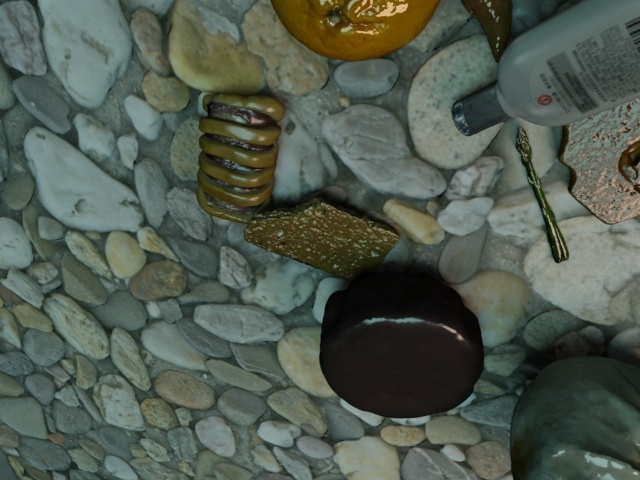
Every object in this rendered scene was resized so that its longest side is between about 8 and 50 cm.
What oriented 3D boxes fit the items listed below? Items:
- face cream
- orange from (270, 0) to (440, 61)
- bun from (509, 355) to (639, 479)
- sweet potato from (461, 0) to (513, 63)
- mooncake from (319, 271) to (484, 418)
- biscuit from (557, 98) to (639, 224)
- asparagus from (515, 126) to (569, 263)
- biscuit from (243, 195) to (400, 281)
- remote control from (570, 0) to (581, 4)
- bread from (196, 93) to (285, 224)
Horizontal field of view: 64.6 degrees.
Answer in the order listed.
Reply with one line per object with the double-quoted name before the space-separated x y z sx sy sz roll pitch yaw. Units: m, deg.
"face cream" 0.293 -0.199 0.598 0.144 0.070 0.291 38 144 -26
"orange" 0.040 -0.318 0.584 0.220 0.193 0.219 0 129 0
"bun" 0.454 0.350 0.753 0.362 0.361 0.211 33 159 -4
"sweet potato" 0.193 -0.315 0.613 0.068 0.060 0.205 7 130 58
"mooncake" 0.136 0.177 0.872 0.283 0.141 0.282 5 128 7
"biscuit" 0.408 -0.132 0.665 0.182 0.034 0.215 -21 109 26
"asparagus" 0.323 -0.063 0.741 0.232 0.022 0.023 61 162 -22
"biscuit" 0.001 -0.010 0.841 0.237 0.026 0.131 22 123 -13
"remote control" 0.391 -0.350 0.498 0.333 0.103 0.221 -5 128 18
"bread" -0.135 -0.131 0.807 0.134 0.081 0.225 17 127 8
